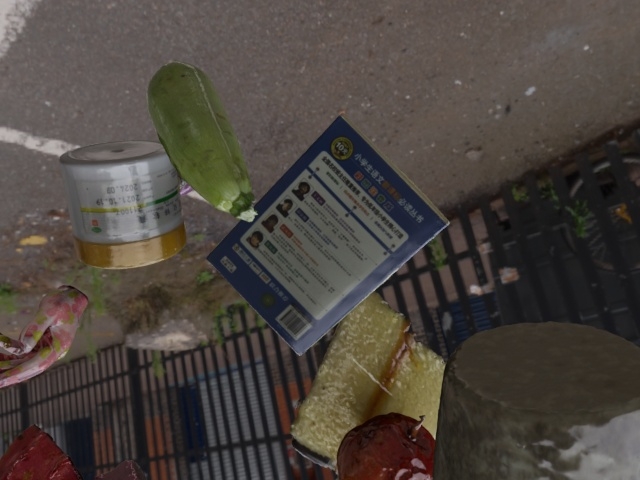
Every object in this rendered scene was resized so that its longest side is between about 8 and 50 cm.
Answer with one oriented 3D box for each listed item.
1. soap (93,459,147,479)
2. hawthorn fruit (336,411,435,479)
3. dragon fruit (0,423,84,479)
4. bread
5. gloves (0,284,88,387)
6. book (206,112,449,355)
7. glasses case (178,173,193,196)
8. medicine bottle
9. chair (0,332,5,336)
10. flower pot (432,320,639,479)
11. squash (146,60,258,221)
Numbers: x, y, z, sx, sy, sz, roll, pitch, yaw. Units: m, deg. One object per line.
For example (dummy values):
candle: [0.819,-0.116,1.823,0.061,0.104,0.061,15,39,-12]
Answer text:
soap: [-0.377,0.588,1.129,0.128,0.220,0.325,-8,-173,-29]
hawthorn fruit: [0.153,0.424,1.143,0.208,0.207,0.243,3,126,-42]
dragon fruit: [-0.615,0.559,1.266,0.189,0.261,0.163,-17,-153,-23]
bread: [0.127,0.368,1.265,0.242,0.346,0.404,-51,166,-41]
gloves: [-0.549,0.196,1.127,0.145,0.241,0.126,-17,128,27]
book: [0.000,0.000,1.167,0.428,0.300,0.039,-44,179,20]
glasses case: [-0.413,-0.165,1.587,0.123,0.075,0.316,-47,-153,-23]
medicine bottle: [-0.422,-0.085,1.253,0.238,0.231,0.238,-1,-158,1]
chair: [-0.872,0.159,1.316,0.170,0.325,0.160,-44,-168,-21]
flower pot: [0.259,0.283,0.659,0.294,0.330,0.293,-9,-165,3]
squash: [-0.190,-0.157,0.898,0.119,0.370,0.118,-18,142,-14]
